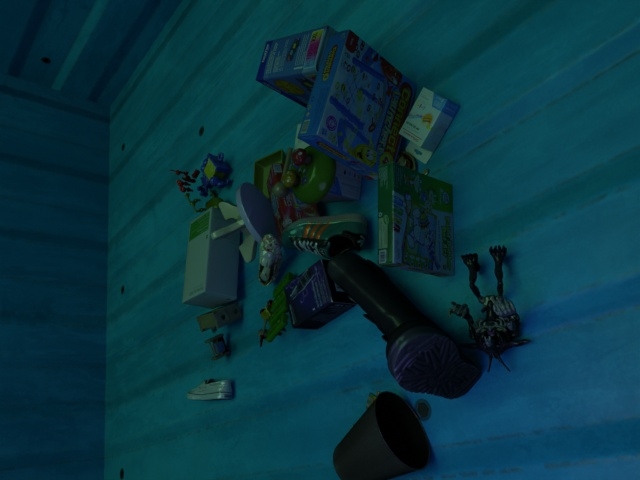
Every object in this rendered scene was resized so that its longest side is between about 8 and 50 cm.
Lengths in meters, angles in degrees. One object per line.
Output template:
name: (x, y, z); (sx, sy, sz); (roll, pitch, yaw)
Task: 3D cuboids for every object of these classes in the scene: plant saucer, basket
plant saucer: (-0.190, -0.238, 2.001); (0.188, 0.045, 0.188); (-13, 71, 47)
basket: (0.145, 0.543, 1.349); (0.227, 0.154, 0.204); (-51, 51, 33)

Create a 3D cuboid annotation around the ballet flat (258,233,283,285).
ballet flat: (-0.182, 0.081, 1.822); (0.091, 0.077, 0.241); (19, 140, 13)

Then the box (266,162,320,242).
box: (-0.096, -0.131, 1.777); (0.123, 0.128, 0.257); (114, 146, -56)

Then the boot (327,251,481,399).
boot: (0.158, 0.164, 1.271); (0.146, 0.367, 0.445); (-42, 48, 5)

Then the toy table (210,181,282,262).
toy table: (-0.268, -0.058, 1.913); (0.160, 0.252, 0.274); (-31, 70, 31)

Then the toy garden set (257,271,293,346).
toy garden set: (-0.150, 0.258, 1.773); (0.204, 0.049, 0.244); (-50, 21, 32)

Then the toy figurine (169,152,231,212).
toy figurine: (-0.487, -0.285, 2.259); (0.217, 0.191, 0.362); (-55, 46, 18)

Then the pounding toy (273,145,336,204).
pounding toy: (-0.072, -0.209, 1.540); (0.236, 0.110, 0.183); (9, 88, 47)

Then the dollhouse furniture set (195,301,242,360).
dollhouse furniture set: (-0.378, 0.358, 2.041); (0.129, 0.129, 0.184); (-19, 91, 45)

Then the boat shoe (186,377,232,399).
boat shoe: (-0.441, 0.597, 2.071); (0.258, 0.095, 0.084); (-14, 66, 36)

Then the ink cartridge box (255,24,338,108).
ink cartridge box: (-0.024, -0.549, 1.707); (0.395, 0.270, 0.151); (16, 88, 50)

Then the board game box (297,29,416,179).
board game box: (0.112, -0.366, 1.448); (0.086, 0.301, 0.308); (7, 78, 50)

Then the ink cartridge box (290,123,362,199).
ink cartridge box: (0.025, -0.254, 1.656); (0.168, 0.171, 0.233); (1, 82, 49)

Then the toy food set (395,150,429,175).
toy food set: (0.223, -0.199, 1.514); (0.192, 0.038, 0.132); (45, 115, 45)

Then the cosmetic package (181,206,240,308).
cosmetic package: (-0.440, 0.076, 2.109); (0.197, 0.155, 0.366); (-27, 54, 42)

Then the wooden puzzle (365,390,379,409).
wooden puzzle: (0.151, 0.464, 1.465); (0.049, 0.006, 0.083); (18, 95, 50)

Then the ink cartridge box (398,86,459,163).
ink cartridge box: (0.292, -0.319, 1.445); (0.104, 0.061, 0.181); (47, 117, 44)

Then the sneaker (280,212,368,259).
sneaker: (0.000, 0.000, 1.604); (0.302, 0.108, 0.121); (-11, 50, 28)

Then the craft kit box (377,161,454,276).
craft kit box: (0.243, -0.045, 1.296); (0.061, 0.246, 0.250); (-10, 74, 45)

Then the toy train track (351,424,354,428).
toy train track: (0.113, 0.561, 1.481); (0.083, 0.014, 0.048); (38, 110, 46)

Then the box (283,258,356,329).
box: (-0.006, 0.175, 1.639); (0.207, 0.108, 0.153); (-39, 54, 36)

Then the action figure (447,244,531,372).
action figure: (0.376, 0.157, 1.177); (0.164, 0.141, 0.276); (-14, 69, 35)
